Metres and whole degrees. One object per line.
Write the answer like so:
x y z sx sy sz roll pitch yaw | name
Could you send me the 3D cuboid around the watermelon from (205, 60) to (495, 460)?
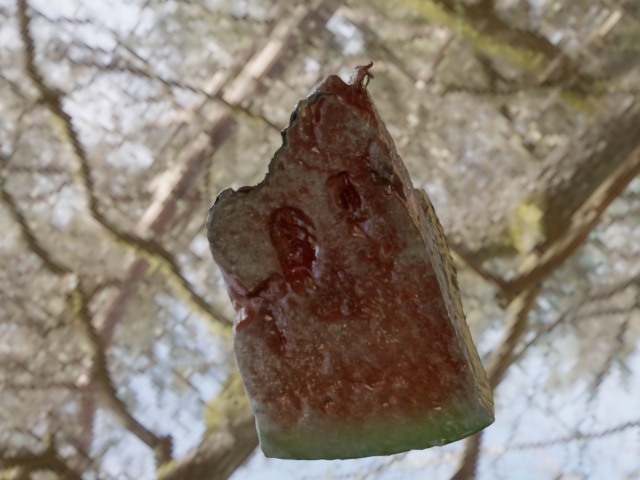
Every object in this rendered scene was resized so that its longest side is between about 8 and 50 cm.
0.008 0.023 0.646 0.158 0.098 0.121 66 -173 -69 | watermelon
